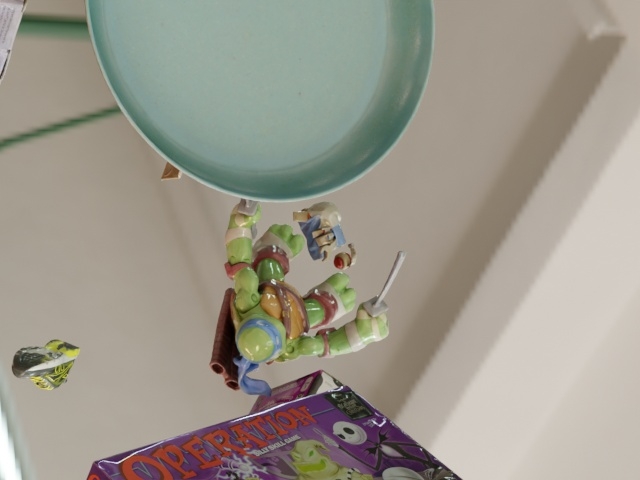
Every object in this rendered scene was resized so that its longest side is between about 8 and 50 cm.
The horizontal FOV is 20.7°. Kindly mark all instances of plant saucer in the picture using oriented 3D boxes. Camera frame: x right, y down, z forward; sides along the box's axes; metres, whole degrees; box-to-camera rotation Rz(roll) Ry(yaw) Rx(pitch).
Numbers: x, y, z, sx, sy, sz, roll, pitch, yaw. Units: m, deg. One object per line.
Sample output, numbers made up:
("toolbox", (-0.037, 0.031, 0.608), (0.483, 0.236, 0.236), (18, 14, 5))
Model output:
("plant saucer", (-0.050, -0.187, 1.420), (0.043, 0.317, 0.318), (-7, -95, 60))

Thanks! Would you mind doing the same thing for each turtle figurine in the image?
("turtle figurine", (-0.009, 0.032, 1.936), (0.266, 0.197, 0.275), (-64, 164, -80))

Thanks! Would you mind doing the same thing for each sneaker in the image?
("sneaker", (-0.210, 0.100, 1.341), (0.031, 0.083, 0.035), (15, -79, 20))

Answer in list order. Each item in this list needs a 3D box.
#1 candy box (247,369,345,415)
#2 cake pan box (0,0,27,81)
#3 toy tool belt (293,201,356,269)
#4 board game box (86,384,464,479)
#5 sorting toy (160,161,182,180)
("candy box", (-0.059, 0.258, 1.830), (0.159, 0.071, 0.233), (-28, -151, 60))
("cake pan box", (-0.405, -0.207, 1.609), (0.267, 0.245, 0.070), (130, -31, -63))
("toy tool belt", (0.000, 0.000, 1.973), (0.052, 0.051, 0.083), (-20, -87, 50))
("board game box", (-0.019, 0.234, 1.562), (0.208, 0.347, 0.056), (33, -63, 31))
("sorting toy", (-0.176, -0.116, 2.242), (0.062, 0.012, 0.083), (-6, -118, 62))
